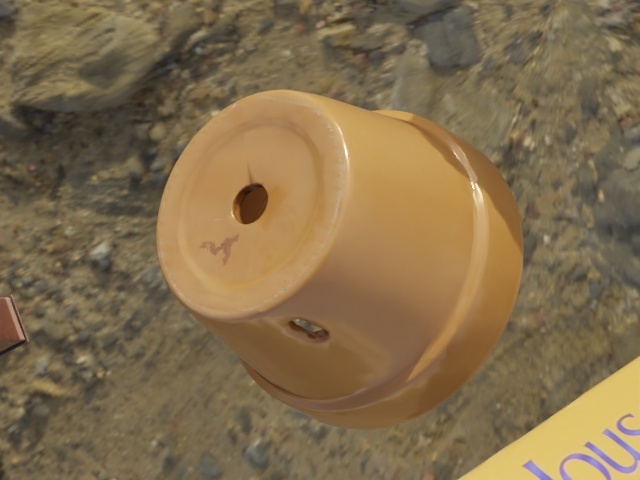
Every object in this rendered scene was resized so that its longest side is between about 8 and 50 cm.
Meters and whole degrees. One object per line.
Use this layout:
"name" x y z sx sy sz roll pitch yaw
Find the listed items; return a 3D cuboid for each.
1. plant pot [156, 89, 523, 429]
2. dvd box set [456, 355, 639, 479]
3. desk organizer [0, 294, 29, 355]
"plant pot" 0.000 0.000 1.052 0.291 0.203 0.290 -15 63 31
"dvd box set" 0.084 0.185 0.475 0.062 0.420 0.307 38 140 35
"desk organizer" -0.331 0.096 1.089 0.130 0.050 0.047 -27 77 15
